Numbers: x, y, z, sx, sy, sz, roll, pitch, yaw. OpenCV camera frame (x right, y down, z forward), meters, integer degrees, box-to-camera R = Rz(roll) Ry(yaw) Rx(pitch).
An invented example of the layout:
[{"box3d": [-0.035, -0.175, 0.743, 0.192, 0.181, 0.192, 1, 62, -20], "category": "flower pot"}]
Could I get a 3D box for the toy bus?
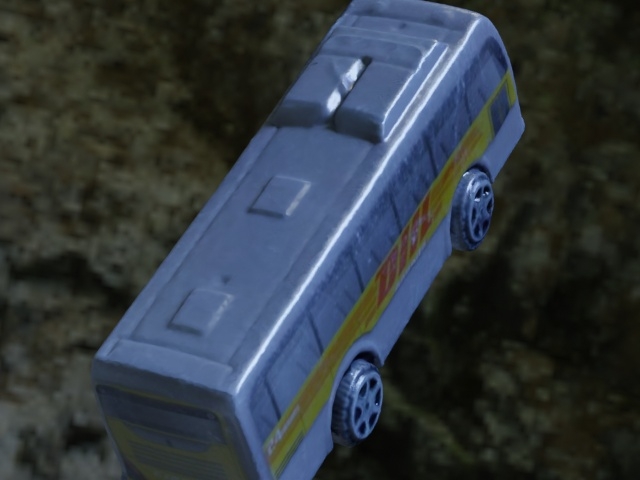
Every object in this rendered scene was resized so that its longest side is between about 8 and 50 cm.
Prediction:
[{"box3d": [0.000, 0.000, 0.592, 0.190, 0.064, 0.075, -57, 145, -34], "category": "toy bus"}]
